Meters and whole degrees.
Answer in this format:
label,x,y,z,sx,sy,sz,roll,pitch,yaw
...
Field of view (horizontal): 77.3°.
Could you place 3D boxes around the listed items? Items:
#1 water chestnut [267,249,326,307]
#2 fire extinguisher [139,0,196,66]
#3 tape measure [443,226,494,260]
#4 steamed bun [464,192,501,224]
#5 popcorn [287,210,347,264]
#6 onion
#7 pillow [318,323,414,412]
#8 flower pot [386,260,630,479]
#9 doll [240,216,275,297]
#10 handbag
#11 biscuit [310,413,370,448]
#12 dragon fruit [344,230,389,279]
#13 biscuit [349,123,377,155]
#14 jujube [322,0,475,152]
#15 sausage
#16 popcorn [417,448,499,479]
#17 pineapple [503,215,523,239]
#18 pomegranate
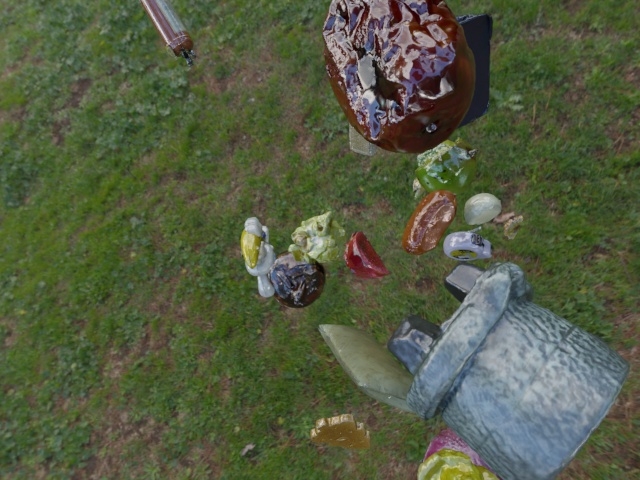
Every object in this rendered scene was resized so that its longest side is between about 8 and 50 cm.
label,x,y,z,sx,sy,sz,roll,pitch,yaw
water chestnut,-0.106,0.187,1.851,0.300,0.300,0.299,-6,70,17
fire extinguisher,-0.261,-0.371,0.680,0.050,0.062,0.177,-31,97,-5
tape measure,0.653,0.018,1.800,0.196,0.178,0.105,-7,62,39
steamed bun,0.566,-0.117,1.420,0.113,0.130,0.090,-6,65,-21
popcorn,0.000,0.000,1.062,0.142,0.135,0.162,31,95,2
onion,0.504,0.715,1.277,0.349,0.267,0.158,7,94,62
pillow,0.112,0.270,0.886,0.074,0.185,0.302,-65,20,4
flower pot,0.274,0.176,0.625,0.283,0.299,0.299,37,86,33
doll,-0.219,0.050,1.435,0.111,0.237,0.252,-10,60,1
handbag,0.410,-0.517,1.275,0.269,0.325,0.118,-29,37,-17
biscuit,0.084,0.664,1.384,0.212,0.239,0.041,-42,27,28
dragon fruit,0.191,0.081,1.903,0.163,0.189,0.261,-32,73,9
biscuit,0.199,-0.602,1.882,0.144,0.425,0.078,24,50,30
jujube,0.153,-0.368,0.830,0.277,0.276,0.376,-20,64,12
sausage,0.376,-0.062,1.401,0.133,0.133,0.258,35,103,26
popcorn,0.335,0.620,0.993,0.198,0.156,0.197,-36,28,23
pineapple,0.576,-0.039,1.205,0.045,0.083,0.019,9,33,-4
pomegranate,0.512,-0.288,1.699,0.261,0.340,0.260,13,57,-20
